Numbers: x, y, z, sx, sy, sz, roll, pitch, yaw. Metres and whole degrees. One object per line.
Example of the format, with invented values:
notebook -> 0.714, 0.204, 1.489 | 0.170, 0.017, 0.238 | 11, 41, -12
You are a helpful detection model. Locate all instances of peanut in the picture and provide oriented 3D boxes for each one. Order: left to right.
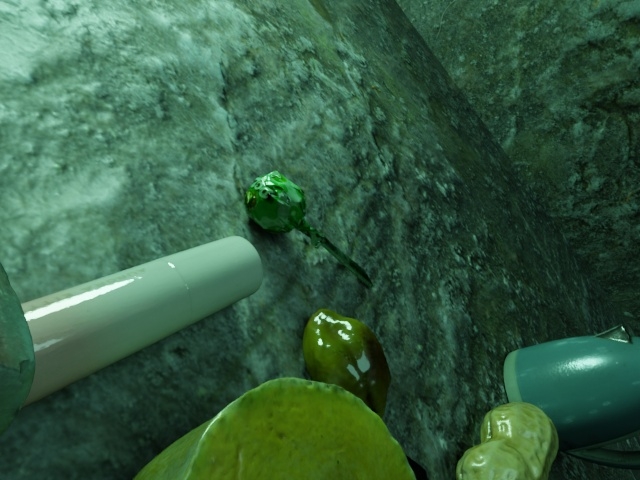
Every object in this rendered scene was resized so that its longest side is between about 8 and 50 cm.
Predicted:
peanut -> 0.354, 0.407, 0.846 | 0.305, 0.147, 0.147 | -26, 85, -48

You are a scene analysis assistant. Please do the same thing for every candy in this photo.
candy -> 0.001, 0.001, 0.781 | 0.323, 0.097, 0.097 | 40, 40, -34

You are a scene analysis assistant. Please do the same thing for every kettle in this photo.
kettle -> 0.664, 0.370, 1.040 | 0.247, 0.342, 0.319 | -15, 78, -53

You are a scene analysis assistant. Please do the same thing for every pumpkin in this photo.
pumpkin -> -0.057, 0.308, 0.411 | 0.332, 0.199, 0.332 | 34, 44, -40

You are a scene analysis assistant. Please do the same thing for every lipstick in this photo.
lipstick -> -0.200, 0.074, 0.482 | 0.327, 0.087, 0.087 | -24, 84, -52

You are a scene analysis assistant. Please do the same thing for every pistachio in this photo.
pistachio -> 0.036, 0.186, 0.659 | 0.110, 0.100, 0.189 | 0, 66, -50

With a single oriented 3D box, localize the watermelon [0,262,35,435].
watermelon -> -0.316, 0.041, 0.240 | 0.261, 0.213, 0.201 | 59, -6, 11

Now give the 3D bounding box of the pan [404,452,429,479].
pan -> 0.107, 0.411, 0.624 | 0.128, 0.048, 0.202 | 42, 38, -18
